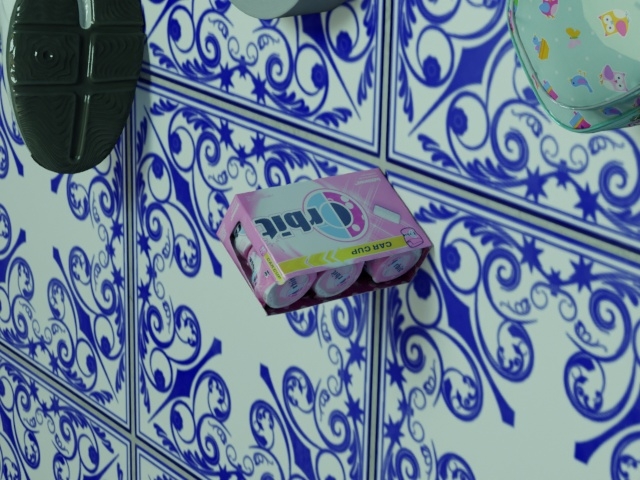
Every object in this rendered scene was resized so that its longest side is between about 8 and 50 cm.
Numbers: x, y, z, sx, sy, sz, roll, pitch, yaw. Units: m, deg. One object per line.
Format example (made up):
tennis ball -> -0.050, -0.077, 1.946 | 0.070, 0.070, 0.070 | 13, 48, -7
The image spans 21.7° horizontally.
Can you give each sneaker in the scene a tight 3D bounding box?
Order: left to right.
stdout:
sneaker -> -0.346, -0.296, 2.076 | 0.257, 0.169, 0.448 | -9, 85, 63

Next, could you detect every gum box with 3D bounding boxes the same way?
gum box -> 0.000, 0.000, 1.625 | 0.107, 0.188, 0.062 | 57, 140, 28

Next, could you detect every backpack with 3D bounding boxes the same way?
backpack -> 0.232, -0.169, 1.296 | 0.188, 0.144, 0.166 | -35, 77, 56

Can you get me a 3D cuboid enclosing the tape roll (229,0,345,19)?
tape roll -> -0.037, -0.335, 1.677 | 0.219, 0.072, 0.219 | 21, 117, 49
